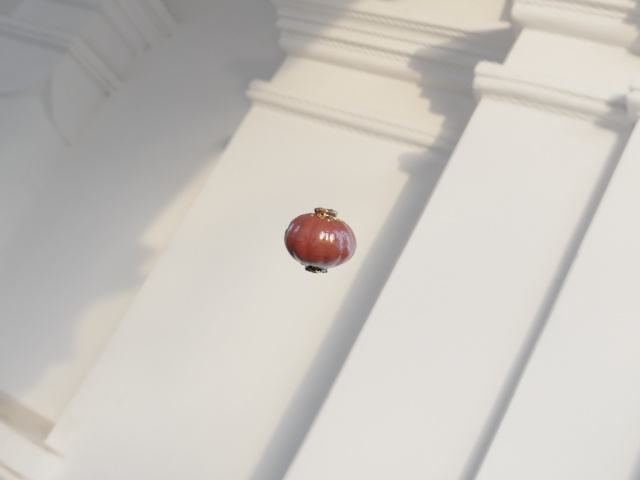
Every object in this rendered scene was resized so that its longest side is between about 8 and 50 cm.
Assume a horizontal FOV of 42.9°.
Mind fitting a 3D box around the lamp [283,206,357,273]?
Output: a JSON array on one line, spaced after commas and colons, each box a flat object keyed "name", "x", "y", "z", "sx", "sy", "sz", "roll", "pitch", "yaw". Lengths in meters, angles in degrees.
[{"name": "lamp", "x": 0.000, "y": 0.000, "z": 1.110, "sx": 0.101, "sy": 0.090, "sz": 0.101, "roll": 8, "pitch": 10, "yaw": -1}]
